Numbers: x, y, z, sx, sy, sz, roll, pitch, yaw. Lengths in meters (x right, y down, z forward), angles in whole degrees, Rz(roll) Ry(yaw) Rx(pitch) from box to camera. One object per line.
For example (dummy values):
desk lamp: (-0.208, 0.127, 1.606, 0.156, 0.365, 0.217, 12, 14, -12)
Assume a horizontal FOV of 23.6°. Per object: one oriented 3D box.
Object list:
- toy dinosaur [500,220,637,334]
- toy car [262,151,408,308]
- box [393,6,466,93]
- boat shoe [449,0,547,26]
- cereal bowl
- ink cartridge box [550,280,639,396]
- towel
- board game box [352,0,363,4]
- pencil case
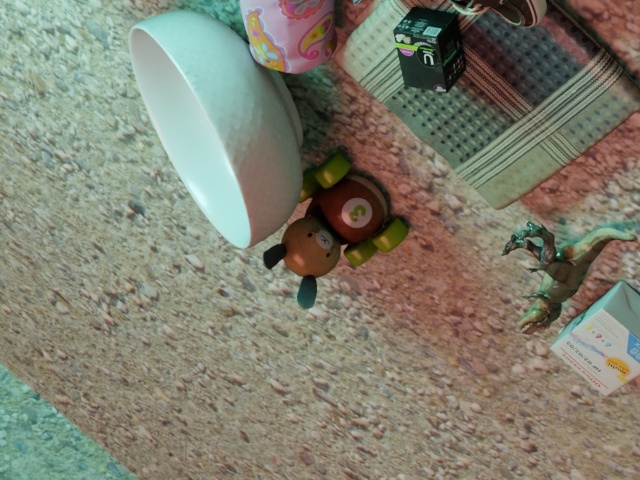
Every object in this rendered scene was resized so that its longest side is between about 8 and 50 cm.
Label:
toy dinosaur: (0.305, 0.025, 2.004, 0.118, 0.064, 0.268, 33, 144, 1)
toy car: (0.000, 0.000, 2.160, 0.155, 0.188, 0.149, 48, 146, -10)
box: (0.129, -0.224, 1.809, 0.062, 0.052, 0.083, 15, 140, 30)
boat shoe: (0.160, -0.282, 1.649, 0.219, 0.070, 0.078, 35, 166, -37)
cereal bowl: (-0.123, -0.167, 2.089, 0.339, 0.141, 0.339, 55, 164, 23)
ink cartridge box: (0.383, 0.140, 2.048, 0.104, 0.061, 0.181, 41, 147, 1)
towel: (0.199, -0.207, 1.862, 0.312, 0.056, 0.324, 42, 145, -6)
board game box: (0.074, -0.350, 1.729, 0.194, 0.060, 0.194, 34, 144, 48)
pencil case: (-0.048, -0.344, 1.885, 0.124, 0.124, 0.284, 21, 141, 29)
